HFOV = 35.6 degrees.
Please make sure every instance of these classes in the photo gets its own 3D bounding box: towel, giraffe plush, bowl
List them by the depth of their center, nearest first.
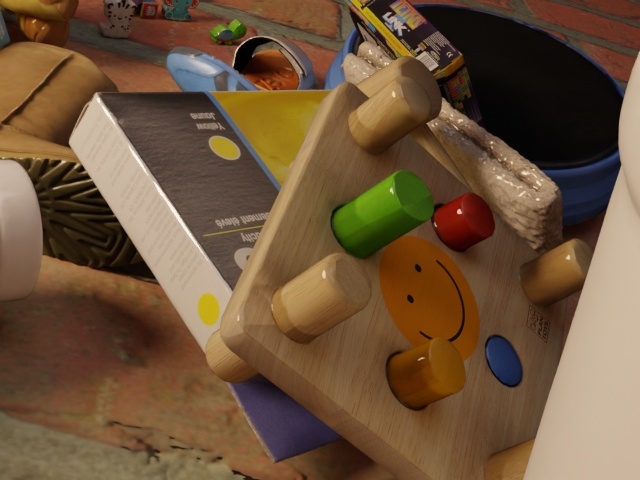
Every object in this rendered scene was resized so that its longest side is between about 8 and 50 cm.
[{"bbox_3d":[0.122,-0.058,0.960,0.049,0.187,0.282,-36,54,-15],"label":"towel"},{"bbox_3d":[-0.388,-0.298,1.094,0.170,0.181,0.210,-20,38,-38],"label":"giraffe plush"},{"bbox_3d":[0.199,-0.169,1.224,0.391,0.077,0.391,9,40,-7],"label":"bowl"}]

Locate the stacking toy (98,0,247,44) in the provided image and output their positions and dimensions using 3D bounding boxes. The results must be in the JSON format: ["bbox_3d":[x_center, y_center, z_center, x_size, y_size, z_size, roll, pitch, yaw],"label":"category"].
[{"bbox_3d":[-0.224,-0.324,1.334,0.221,0.052,0.167,-3,36,-36],"label":"stacking toy"}]

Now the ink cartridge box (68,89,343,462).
[{"bbox_3d":[0.000,0.000,0.807,0.303,0.072,0.307,-9,53,-48],"label":"ink cartridge box"}]

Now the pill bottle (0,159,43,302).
[{"bbox_3d":[-0.314,0.003,0.639,0.245,0.136,0.136,-6,38,-37],"label":"pill bottle"}]

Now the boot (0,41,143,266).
[{"bbox_3d":[-0.230,-0.096,0.909,0.236,0.089,0.269,18,28,-4],"label":"boot"}]

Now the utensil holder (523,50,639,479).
[{"bbox_3d":[0.245,0.135,0.430,0.327,0.385,0.327,6,33,-4],"label":"utensil holder"}]

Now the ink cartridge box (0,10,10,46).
[{"bbox_3d":[-0.393,-0.209,0.958,0.090,0.092,0.143,28,53,28],"label":"ink cartridge box"}]

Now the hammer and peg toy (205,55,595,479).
[{"bbox_3d":[0.090,0.011,0.717,0.266,0.127,0.361,41,42,-17],"label":"hammer and peg toy"}]

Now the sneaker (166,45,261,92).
[{"bbox_3d":[-0.086,-0.114,1.010,0.209,0.082,0.069,38,-13,5],"label":"sneaker"}]

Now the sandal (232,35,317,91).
[{"bbox_3d":[-0.061,-0.199,1.192,0.102,0.076,0.265,23,29,5],"label":"sandal"}]

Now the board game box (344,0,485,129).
[{"bbox_3d":[0.099,-0.181,1.037,0.048,0.141,0.170,-35,54,-1],"label":"board game box"}]
